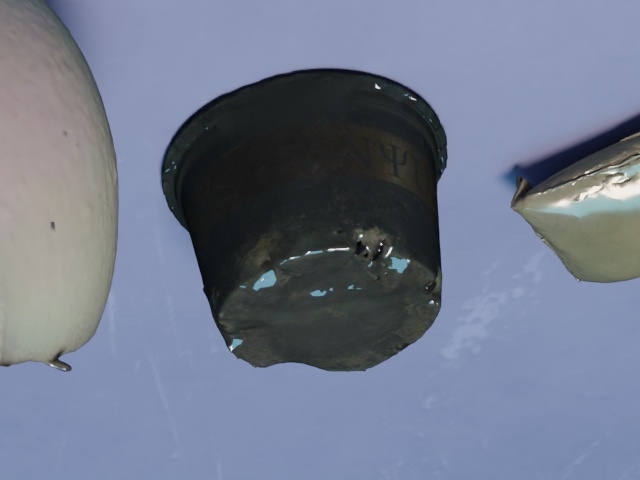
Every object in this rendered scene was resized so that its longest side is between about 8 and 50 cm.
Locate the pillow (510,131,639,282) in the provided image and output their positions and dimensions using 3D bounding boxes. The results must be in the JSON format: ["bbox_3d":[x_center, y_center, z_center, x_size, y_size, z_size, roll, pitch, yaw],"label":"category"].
[{"bbox_3d":[0.219,-0.034,0.935,0.208,0.053,0.119,-21,141,21],"label":"pillow"}]

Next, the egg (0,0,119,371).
[{"bbox_3d":[-0.198,-0.053,0.722,0.271,0.161,0.206,14,-173,22],"label":"egg"}]

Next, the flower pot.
[{"bbox_3d":[0.000,0.000,0.885,0.157,0.106,0.157,-8,145,-6],"label":"flower pot"}]
